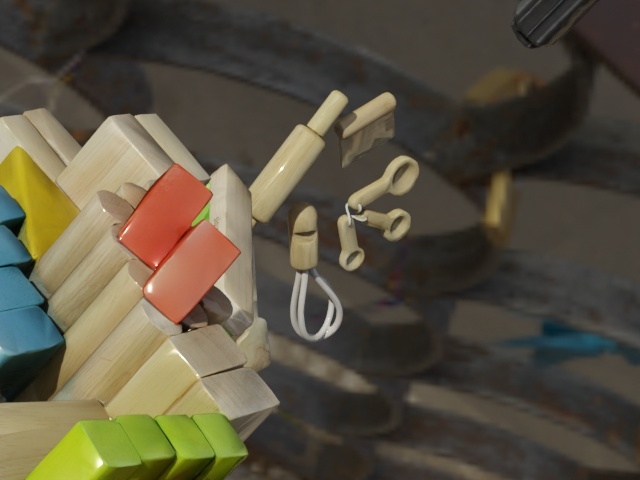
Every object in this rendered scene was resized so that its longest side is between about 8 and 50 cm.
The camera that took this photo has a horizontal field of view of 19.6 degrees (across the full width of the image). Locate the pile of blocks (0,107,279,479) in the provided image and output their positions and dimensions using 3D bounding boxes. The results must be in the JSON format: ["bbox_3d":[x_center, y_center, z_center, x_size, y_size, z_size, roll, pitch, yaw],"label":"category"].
[{"bbox_3d":[-0.087,0.040,0.717,0.149,0.112,0.362,25,28,-37],"label":"pile of blocks"}]

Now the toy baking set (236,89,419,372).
[{"bbox_3d":[-0.002,-0.004,1.554,0.256,0.030,0.197,-50,139,-6],"label":"toy baking set"}]

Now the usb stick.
[{"bbox_3d":[0.249,-0.248,1.430,0.045,0.278,0.077,48,39,5],"label":"usb stick"}]

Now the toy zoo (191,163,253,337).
[{"bbox_3d":[-0.166,0.079,1.153,0.030,0.293,0.192,50,13,-20],"label":"toy zoo"}]
